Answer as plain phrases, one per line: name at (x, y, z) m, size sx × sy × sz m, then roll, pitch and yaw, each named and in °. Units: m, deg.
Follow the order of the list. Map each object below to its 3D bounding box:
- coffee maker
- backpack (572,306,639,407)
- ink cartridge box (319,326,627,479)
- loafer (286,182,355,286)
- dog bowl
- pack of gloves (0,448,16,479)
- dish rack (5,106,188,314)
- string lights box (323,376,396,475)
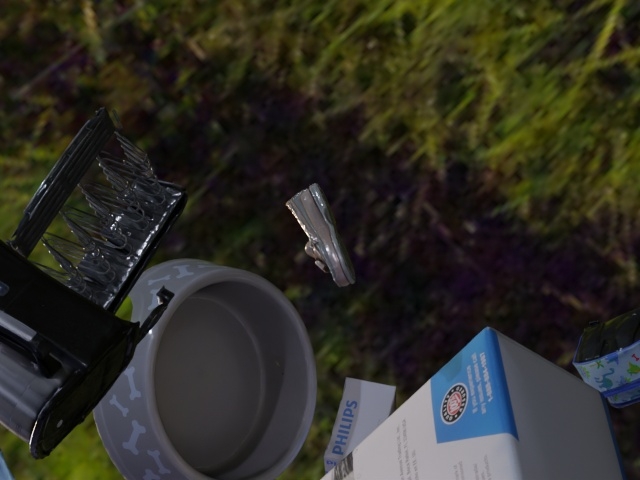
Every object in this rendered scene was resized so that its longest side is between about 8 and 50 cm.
coffee maker at (-0.246, 0.064, 1.305) m, size 0.178 × 0.171 × 0.120 m, roll 35°, pitch 124°, yaw 10°
backpack at (0.329, 0.127, 1.726) m, size 0.105 × 0.114 × 0.084 m, roll -25°, pitch 97°, yaw 26°
ink cartridge box at (0.106, 0.324, 1.544) m, size 0.166 × 0.285 × 0.395 m, roll 30°, pitch 122°, yaw -25°
loafer at (0.000, 0.000, 1.545) m, size 0.045 × 0.039 × 0.125 m, roll 59°, pitch -171°, yaw -49°
dog bowl at (-0.146, 0.194, 2.220) m, size 0.102 × 0.349 × 0.348 m, roll -8°, pitch 122°, yaw 47°
pack of gloves at (-0.368, 0.276, 1.563) m, size 0.195 × 0.046 × 0.232 m, roll -51°, pitch 55°, yaw 20°
dish rack at (-0.251, -0.024, 1.822) m, size 0.074 × 0.208 × 0.271 m, roll 27°, pitch 165°, yaw 14°
string lights box at (0.060, 0.321, 2.312) m, size 0.077 × 0.133 × 0.259 m, roll 11°, pitch 147°, yaw 10°
